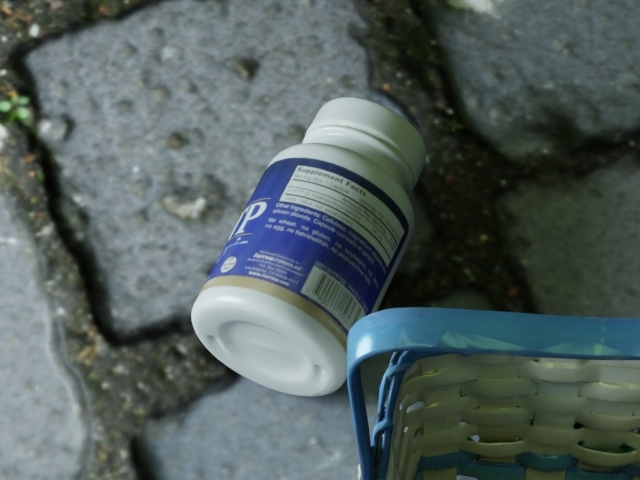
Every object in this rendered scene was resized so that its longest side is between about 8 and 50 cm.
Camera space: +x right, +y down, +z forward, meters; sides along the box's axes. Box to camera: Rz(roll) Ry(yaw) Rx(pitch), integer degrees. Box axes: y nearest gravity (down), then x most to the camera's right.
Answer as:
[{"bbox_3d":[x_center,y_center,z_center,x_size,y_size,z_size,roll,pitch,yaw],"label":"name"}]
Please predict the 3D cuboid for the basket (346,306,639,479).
[{"bbox_3d":[0.137,0.126,0.941,0.254,0.289,0.201,3,58,0],"label":"basket"}]

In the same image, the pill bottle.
[{"bbox_3d":[0.000,0.000,1.121,0.112,0.112,0.187,20,60,11],"label":"pill bottle"}]
